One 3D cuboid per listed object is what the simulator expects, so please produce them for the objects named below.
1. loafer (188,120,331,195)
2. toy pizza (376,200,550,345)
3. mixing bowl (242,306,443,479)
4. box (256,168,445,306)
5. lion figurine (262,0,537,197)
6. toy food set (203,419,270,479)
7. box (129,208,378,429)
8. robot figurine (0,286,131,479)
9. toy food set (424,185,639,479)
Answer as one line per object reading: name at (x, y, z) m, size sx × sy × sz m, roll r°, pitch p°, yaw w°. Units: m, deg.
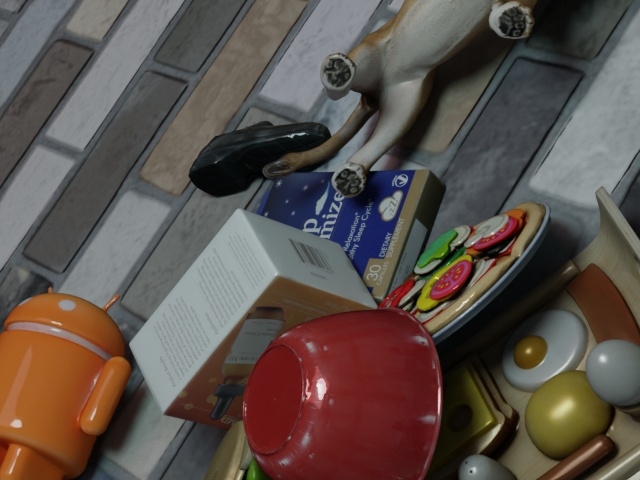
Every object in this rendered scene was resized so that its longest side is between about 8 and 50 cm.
loafer at (-0.059, -0.096, 1.702) m, size 0.170 × 0.062 × 0.061 m, roll -11°, pitch 49°, yaw 34°
toy pizza at (0.106, 0.029, 1.412) m, size 0.201 × 0.032 × 0.201 m, roll -40°, pitch 9°, yaw 8°
mixing bowl at (0.003, 0.132, 1.330) m, size 0.181 × 0.098 × 0.181 m, roll -28°, pitch 56°, yaw 51°
box at (0.000, 0.000, 1.598) m, size 0.225 × 0.036 × 0.136 m, roll -1°, pitch 60°, yaw 42°
lion figurine at (0.117, -0.204, 1.566) m, size 0.392 × 0.142 × 0.240 m, roll -34°, pitch 11°, yaw 25°
toy food set at (-0.075, 0.214, 1.452) m, size 0.132 × 0.038 × 0.192 m, roll -80°, pitch 16°, yaw -54°
box at (-0.059, 0.076, 1.488) m, size 0.170 × 0.130 × 0.091 m, roll -51°, pitch 46°, yaw 21°
robot figurine at (-0.268, 0.145, 1.649) m, size 0.158 × 0.128 × 0.219 m, roll -39°, pitch 30°, yaw 62°
toy food set at (0.150, 0.121, 1.334) m, size 0.306 × 0.092 × 0.220 m, roll -38°, pitch 43°, yaw 12°
